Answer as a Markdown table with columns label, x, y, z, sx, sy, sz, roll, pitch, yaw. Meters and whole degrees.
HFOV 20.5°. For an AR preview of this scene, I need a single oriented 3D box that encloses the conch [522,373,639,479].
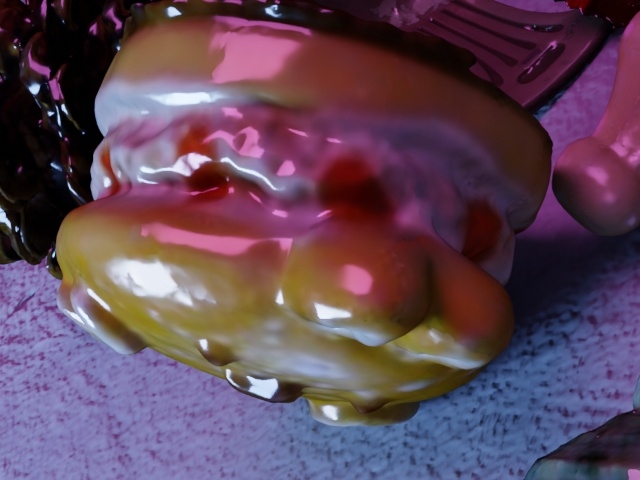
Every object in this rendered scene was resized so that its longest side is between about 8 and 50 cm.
| label | x | y | z | sx | sy | sz | roll | pitch | yaw |
| --- | --- | --- | --- | --- | --- | --- | --- | --- | --- |
| conch | 0.159 | 0.116 | 0.770 | 0.188 | 0.122 | 0.176 | -39 | 6 | 2 |

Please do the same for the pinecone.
| label | x | y | z | sx | sy | sz | roll | pitch | yaw |
| --- | --- | --- | --- | --- | --- | --- | --- | --- | --- |
| pinecone | -0.164 | -0.097 | 1.295 | 0.257 | 0.243 | 0.243 | -24 | 35 | 48 |

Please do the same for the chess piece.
| label | x | y | z | sx | sy | sz | roll | pitch | yaw |
| --- | --- | --- | --- | --- | --- | --- | --- | --- | --- |
| chess piece | 0.241 | -0.130 | 0.989 | 0.307 | 0.124 | 0.139 | -48 | 60 | 2 |

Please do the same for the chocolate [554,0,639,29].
| label | x | y | z | sx | sy | sz | roll | pitch | yaw |
| --- | --- | --- | --- | --- | --- | --- | --- | --- | --- |
| chocolate | 0.212 | -0.216 | 1.160 | 0.182 | 0.086 | 0.028 | -55 | -13 | -23 |

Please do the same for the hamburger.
| label | x | y | z | sx | sy | sz | roll | pitch | yaw |
| --- | --- | --- | --- | --- | --- | --- | --- | --- | --- |
| hamburger | 0.000 | 0.000 | 0.957 | 0.303 | 0.261 | 0.186 | -5 | 66 | 49 |

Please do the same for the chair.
| label | x | y | z | sx | sy | sz | roll | pitch | yaw |
| --- | --- | --- | --- | --- | --- | --- | --- | --- | --- |
| chair | 0.041 | -0.208 | 1.234 | 0.175 | 0.183 | 0.326 | -43 | 30 | -9 |
